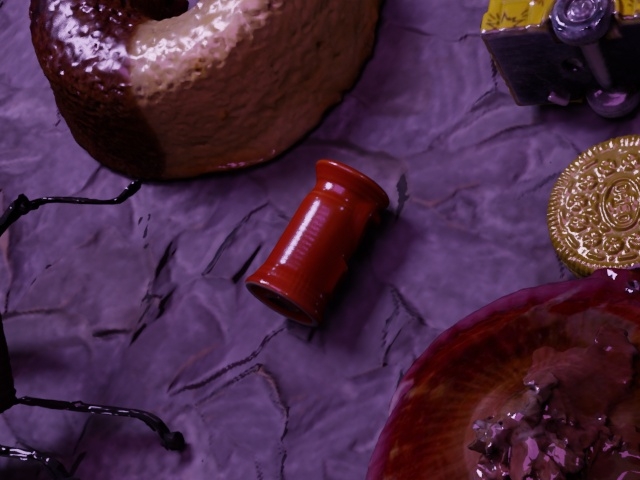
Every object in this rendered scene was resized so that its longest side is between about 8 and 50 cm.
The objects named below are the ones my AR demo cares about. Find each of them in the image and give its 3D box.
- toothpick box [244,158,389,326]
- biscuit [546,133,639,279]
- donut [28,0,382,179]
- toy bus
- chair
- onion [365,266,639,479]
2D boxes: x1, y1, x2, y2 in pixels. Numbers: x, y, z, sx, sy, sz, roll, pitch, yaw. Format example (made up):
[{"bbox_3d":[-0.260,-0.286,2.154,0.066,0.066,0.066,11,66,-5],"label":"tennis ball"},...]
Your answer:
[{"bbox_3d":[0.000,0.000,1.049,0.047,0.047,0.083,21,73,34],"label":"toothpick box"},{"bbox_3d":[0.154,-0.015,0.994,0.084,0.023,0.084,-12,58,20],"label":"biscuit"},{"bbox_3d":[-0.080,-0.115,1.132,0.217,0.085,0.141,-5,60,23],"label":"donut"},{"bbox_3d":[0.197,-0.117,0.995,0.226,0.081,0.074,-4,60,25],"label":"toy bus"},{"bbox_3d":[-0.194,0.063,1.037,0.213,0.174,0.149,-12,92,24],"label":"chair"},{"bbox_3d":[0.114,0.104,0.861,0.230,0.163,0.230,-18,48,21],"label":"onion"}]
